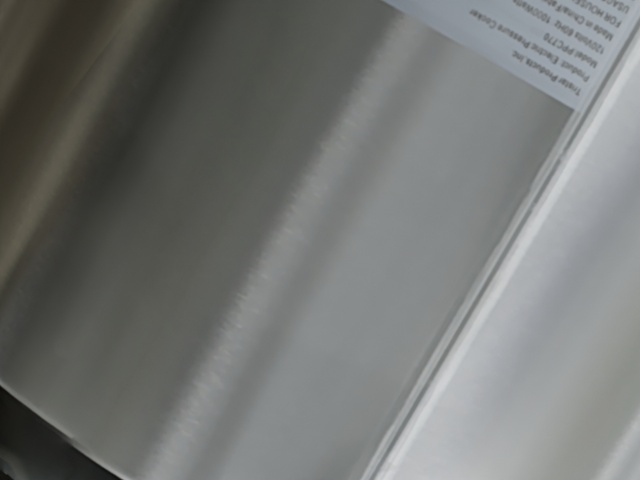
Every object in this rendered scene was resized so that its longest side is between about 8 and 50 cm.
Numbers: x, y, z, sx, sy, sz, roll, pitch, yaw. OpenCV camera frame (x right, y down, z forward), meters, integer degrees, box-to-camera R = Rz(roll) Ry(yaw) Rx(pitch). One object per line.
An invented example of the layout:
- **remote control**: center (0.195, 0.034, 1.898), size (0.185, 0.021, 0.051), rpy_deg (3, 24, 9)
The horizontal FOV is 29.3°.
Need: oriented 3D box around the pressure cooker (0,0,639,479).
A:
- **pressure cooker**: center (-0.002, 0.000, 0.539), size (0.375, 0.370, 0.420), rpy_deg (20, 102, -50)
